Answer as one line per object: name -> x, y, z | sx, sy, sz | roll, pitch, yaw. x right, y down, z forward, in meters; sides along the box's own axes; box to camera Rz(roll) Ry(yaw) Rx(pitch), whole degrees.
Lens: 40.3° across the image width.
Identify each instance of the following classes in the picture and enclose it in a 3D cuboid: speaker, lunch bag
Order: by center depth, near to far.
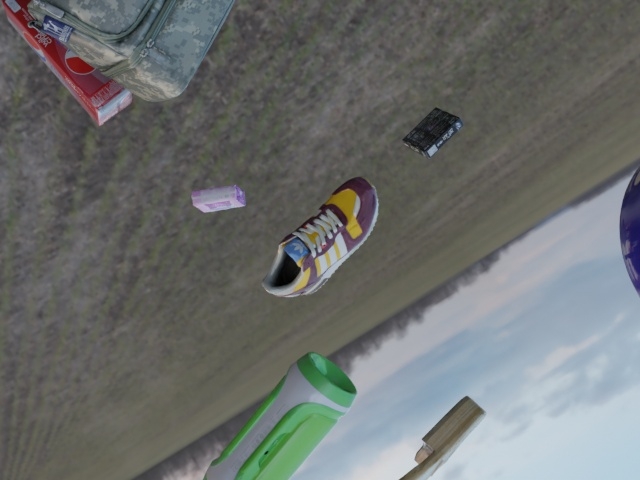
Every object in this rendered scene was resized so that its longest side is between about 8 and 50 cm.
lunch bag -> -0.289, -0.402, 1.392 | 0.305, 0.256, 0.212 | -62, -155, -8
speaker -> -0.071, 0.334, 1.474 | 0.297, 0.131, 0.131 | -51, 170, 9

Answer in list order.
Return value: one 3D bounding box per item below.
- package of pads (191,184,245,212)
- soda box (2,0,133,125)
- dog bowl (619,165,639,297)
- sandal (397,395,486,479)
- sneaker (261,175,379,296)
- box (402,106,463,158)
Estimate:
package of pads -> -0.175, -0.072, 1.504 | 0.083, 0.032, 0.050 | -8, 167, 14
soda box -> -0.453, -0.339, 1.575 | 0.083, 0.263, 0.092 | -40, 178, -16
dog bowl -> 0.463, -0.007, 0.937 | 0.264, 0.265, 0.104 | -29, 173, -19
sandal -> 0.071, 0.237, 0.713 | 0.240, 0.079, 0.088 | -43, 161, -16
sneaker -> 0.000, 0.000, 1.076 | 0.186, 0.069, 0.083 | -56, 155, 21
box -> 0.186, -0.179, 1.445 | 0.083, 0.018, 0.067 | -45, -141, -7
